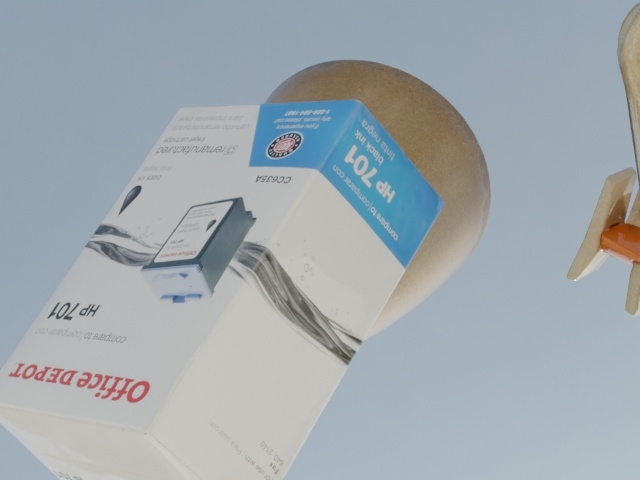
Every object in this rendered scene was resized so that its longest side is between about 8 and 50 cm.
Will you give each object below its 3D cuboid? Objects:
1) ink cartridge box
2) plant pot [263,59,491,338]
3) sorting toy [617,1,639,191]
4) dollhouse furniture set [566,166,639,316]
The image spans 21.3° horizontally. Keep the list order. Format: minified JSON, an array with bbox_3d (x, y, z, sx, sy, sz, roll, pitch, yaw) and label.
[{"bbox_3d":[-0.050,0.030,0.804,0.140,0.190,0.082,2,-39,47],"label":"ink cartridge box"},{"bbox_3d":[0.000,0.000,1.464,0.237,0.254,0.237,10,-60,18],"label":"plant pot"},{"bbox_3d":[0.268,-0.083,0.702,0.307,0.041,0.229,-26,-37,-1],"label":"sorting toy"},{"bbox_3d":[0.365,0.007,1.279,0.262,0.259,0.135,31,-61,28],"label":"dollhouse furniture set"}]
